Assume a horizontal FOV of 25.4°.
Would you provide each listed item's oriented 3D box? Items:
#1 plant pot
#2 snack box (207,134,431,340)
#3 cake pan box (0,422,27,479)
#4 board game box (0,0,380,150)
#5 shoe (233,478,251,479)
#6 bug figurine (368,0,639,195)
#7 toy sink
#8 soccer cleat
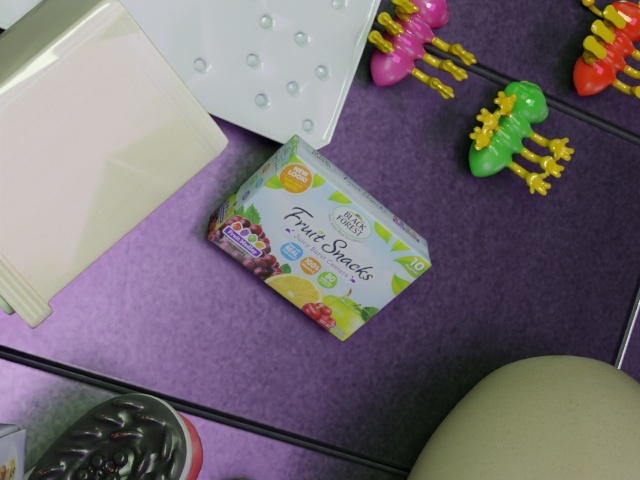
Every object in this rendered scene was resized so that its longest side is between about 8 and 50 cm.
[{"bbox_3d":[0.188,0.203,1.102,0.284,0.284,0.191,23,50,-23],"label":"plant pot"},{"bbox_3d":[0.000,0.000,1.078,0.141,0.037,0.100,38,114,-22],"label":"snack box"},{"bbox_3d":[-0.317,0.241,0.903,0.246,0.070,0.266,5,93,14],"label":"cake pan box"},{"bbox_3d":[-0.109,-0.309,1.025,0.390,0.050,0.389,21,86,-23],"label":"board game box"},{"bbox_3d":[-0.119,0.257,1.061,0.219,0.058,0.076,-38,107,-16],"label":"shoe"},{"bbox_3d":[0.146,-0.174,1.133,0.279,0.072,0.216,39,82,-25],"label":"bug figurine"},{"bbox_3d":[-0.198,-0.039,0.912,0.234,0.153,0.131,-41,113,-9],"label":"toy sink"},{"bbox_3d":[-0.217,0.227,0.998,0.318,0.116,0.108,-36,71,-2],"label":"soccer cleat"}]
